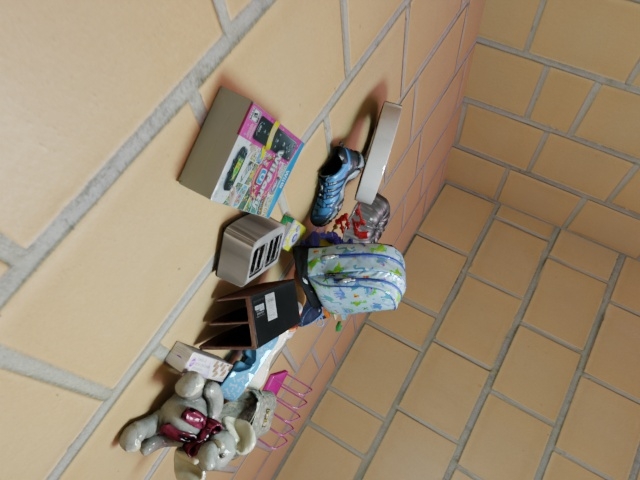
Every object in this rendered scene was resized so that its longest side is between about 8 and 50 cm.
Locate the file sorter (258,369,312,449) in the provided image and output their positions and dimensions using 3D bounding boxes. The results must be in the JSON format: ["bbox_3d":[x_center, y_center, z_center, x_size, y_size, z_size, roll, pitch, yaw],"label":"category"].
[{"bbox_3d":[-0.188,0.786,2.308,0.290,0.182,0.202,-63,162,-1],"label":"file sorter"}]

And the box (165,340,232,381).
[{"bbox_3d":[-0.350,0.364,1.466,0.063,0.067,0.324,-59,162,-13],"label":"box"}]

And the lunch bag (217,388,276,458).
[{"bbox_3d":[-0.285,0.650,1.776,0.287,0.169,0.235,-42,160,-4],"label":"lunch bag"}]

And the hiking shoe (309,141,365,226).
[{"bbox_3d":[0.027,-0.193,1.725,0.132,0.113,0.303,18,104,-44],"label":"hiking shoe"}]

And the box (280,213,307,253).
[{"bbox_3d":[-0.100,-0.015,1.669,0.105,0.043,0.179,-62,164,-3],"label":"box"}]

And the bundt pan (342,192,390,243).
[{"bbox_3d":[0.234,-0.075,2.384,0.330,0.124,0.330,-53,160,-29],"label":"bundt pan"}]

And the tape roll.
[{"bbox_3d":[0.215,-0.329,1.869,0.392,0.072,0.391,16,90,-88],"label":"tape roll"}]

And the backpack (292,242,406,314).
[{"bbox_3d":[0.115,0.128,1.695,0.290,0.356,0.273,71,5,-50],"label":"backpack"}]

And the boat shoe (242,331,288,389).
[{"bbox_3d":[-0.215,0.399,1.850,0.109,0.091,0.304,30,81,-32],"label":"boat shoe"}]

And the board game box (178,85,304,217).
[{"bbox_3d":[-0.170,-0.187,1.154,0.223,0.098,0.303,-64,163,3],"label":"board game box"}]

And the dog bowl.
[{"bbox_3d":[-0.247,0.415,1.691,0.297,0.074,0.166,-55,-174,-19],"label":"dog bowl"}]

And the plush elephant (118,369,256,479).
[{"bbox_3d":[-0.341,0.546,1.386,0.272,0.255,0.330,-41,166,-8],"label":"plush elephant"}]

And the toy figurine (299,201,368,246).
[{"bbox_3d":[0.000,0.000,1.862,0.362,0.218,0.191,139,-53,-59],"label":"toy figurine"}]

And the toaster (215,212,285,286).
[{"bbox_3d":[-0.190,0.013,1.350,0.168,0.110,0.185,-37,148,-56],"label":"toaster"}]

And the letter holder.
[{"bbox_3d":[-0.225,0.223,1.526,0.302,0.215,0.151,-13,96,-68],"label":"letter holder"}]

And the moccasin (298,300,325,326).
[{"bbox_3d":[-0.001,0.298,2.255,0.342,0.117,0.137,-36,148,-55],"label":"moccasin"}]

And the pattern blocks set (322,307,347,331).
[{"bbox_3d":[0.053,0.243,2.218,0.285,0.026,0.324,-41,119,-66],"label":"pattern blocks set"}]

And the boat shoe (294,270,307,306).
[{"bbox_3d":[-0.070,0.189,1.984,0.073,0.073,0.206,-38,149,-50],"label":"boat shoe"}]

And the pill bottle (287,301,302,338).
[{"bbox_3d":[-0.127,0.317,1.983,0.086,0.086,0.151,-39,150,-52],"label":"pill bottle"}]
